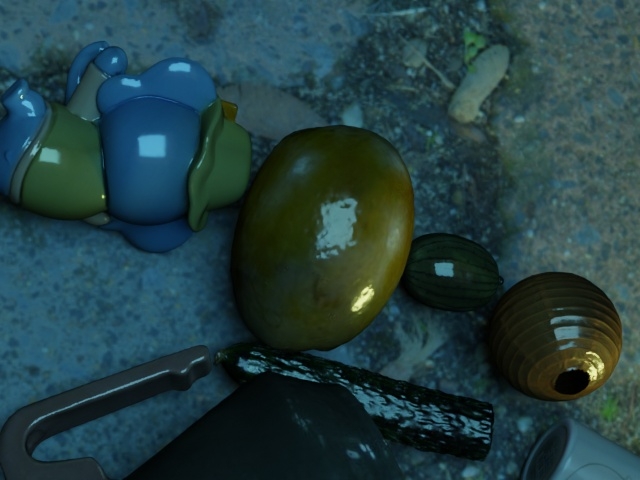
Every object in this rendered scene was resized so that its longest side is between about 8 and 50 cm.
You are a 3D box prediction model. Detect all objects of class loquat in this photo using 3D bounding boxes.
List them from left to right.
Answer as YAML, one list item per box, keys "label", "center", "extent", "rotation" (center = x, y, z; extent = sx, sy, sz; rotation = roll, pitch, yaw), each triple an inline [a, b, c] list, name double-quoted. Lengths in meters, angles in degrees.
- label: "loquat"
  center: [0.000, 0.000, 1.657]
  extent: [0.179, 0.179, 0.227]
  rotation: [23, 77, -13]

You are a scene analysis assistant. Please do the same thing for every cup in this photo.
- label: "cup"
  center: [0.273, 0.267, 1.740]
  extent: [0.133, 0.099, 0.136]
  rotation: [31, 71, -12]

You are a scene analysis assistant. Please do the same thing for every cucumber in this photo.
- label: "cucumber"
  center: [0.032, 0.154, 1.699]
  extent: [0.293, 0.067, 0.067]
  rotation: [17, 75, -11]

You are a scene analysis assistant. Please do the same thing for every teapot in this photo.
- label: "teapot"
  center: [-0.118, 0.273, 1.530]
  extent: [0.362, 0.305, 0.376]
  rotation: [-21, 59, -14]

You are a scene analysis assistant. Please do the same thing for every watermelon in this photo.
- label: "watermelon"
  center: [0.133, 0.033, 1.749]
  extent: [0.111, 0.078, 0.078]
  rotation: [16, 76, -17]

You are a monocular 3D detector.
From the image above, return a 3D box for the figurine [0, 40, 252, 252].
- label: "figurine"
  center: [-0.191, -0.094, 1.624]
  extent: [0.262, 0.154, 0.180]
  rotation: [19, 86, -19]

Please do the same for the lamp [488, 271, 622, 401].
- label: "lamp"
  center: [0.237, 0.098, 1.741]
  extent: [0.136, 0.136, 0.136]
  rotation: [3, 79, -18]
